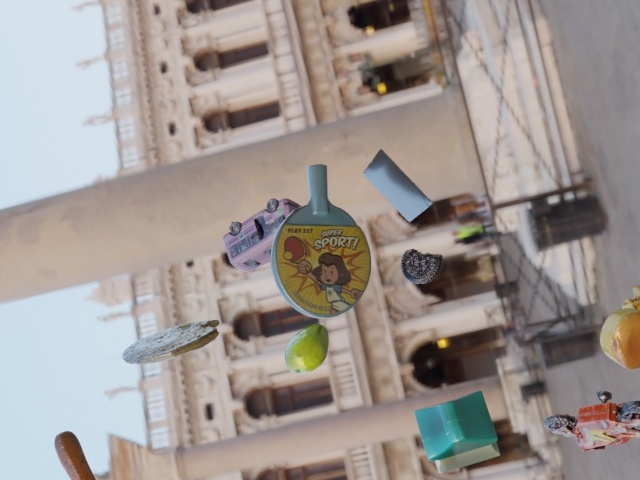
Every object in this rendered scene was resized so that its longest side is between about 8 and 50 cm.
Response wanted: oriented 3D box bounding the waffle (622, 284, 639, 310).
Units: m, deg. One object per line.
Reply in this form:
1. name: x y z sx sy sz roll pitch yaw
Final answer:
1. waffle: 0.732 0.182 2.062 0.160 0.192 0.046 -57 -10 -11

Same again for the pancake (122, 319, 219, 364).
1. pancake: -0.305 0.206 1.987 0.235 0.212 0.029 -90 -17 -81

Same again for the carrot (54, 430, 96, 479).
1. carrot: -0.538 0.534 2.188 0.247 0.059 0.059 53 176 27

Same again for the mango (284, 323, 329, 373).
1. mango: -0.021 0.175 1.585 0.056 0.073 0.108 55 -143 -14

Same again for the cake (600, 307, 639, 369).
1. cake: 0.427 0.133 1.326 0.044 0.084 0.084 30 139 66

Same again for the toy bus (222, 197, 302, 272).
1. toy bus: -0.126 -0.012 2.272 0.096 0.199 0.108 29 -143 -50

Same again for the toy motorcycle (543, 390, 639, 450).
1. toy motorcycle: 0.695 0.443 2.339 0.171 0.298 0.089 41 -130 -30

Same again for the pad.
1. pad: 0.146 -0.103 1.875 0.143 0.003 0.211 47 169 1

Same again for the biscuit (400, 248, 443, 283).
1. biscuit: 0.207 0.048 1.983 0.087 0.089 0.027 57 -165 28

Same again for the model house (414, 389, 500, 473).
1. model house: 0.241 0.333 1.712 0.149 0.127 0.100 61 -169 -59

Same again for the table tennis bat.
1. table tennis bat: 0.000 0.000 2.019 0.044 0.215 0.328 139 130 -69
